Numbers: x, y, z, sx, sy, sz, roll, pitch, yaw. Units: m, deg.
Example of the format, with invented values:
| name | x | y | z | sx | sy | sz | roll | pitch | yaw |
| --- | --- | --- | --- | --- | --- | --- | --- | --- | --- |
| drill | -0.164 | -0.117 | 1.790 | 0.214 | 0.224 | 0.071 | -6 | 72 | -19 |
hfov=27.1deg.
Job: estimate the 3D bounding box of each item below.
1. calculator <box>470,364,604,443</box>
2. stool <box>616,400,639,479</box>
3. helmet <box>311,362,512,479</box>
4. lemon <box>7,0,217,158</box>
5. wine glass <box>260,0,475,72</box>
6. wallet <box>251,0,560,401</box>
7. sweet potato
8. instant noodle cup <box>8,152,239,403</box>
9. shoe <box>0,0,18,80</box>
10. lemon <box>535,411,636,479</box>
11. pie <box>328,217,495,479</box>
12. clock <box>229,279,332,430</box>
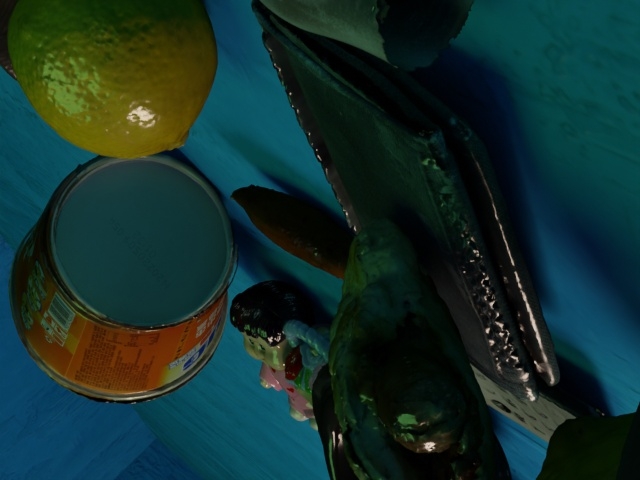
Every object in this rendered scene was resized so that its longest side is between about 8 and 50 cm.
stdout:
| name | x | y | z | sx | sy | sz | roll | pitch | yaw |
| --- | --- | --- | --- | --- | --- | --- | --- | --- | --- |
| calculator | 0.173 | 0.137 | 1.240 | 0.261 | 0.021 | 0.161 | 30 | 165 | 39 |
| stool | 0.271 | 0.101 | 0.639 | 0.232 | 0.232 | 0.141 | 54 | 159 | -23 |
| helmet | 0.112 | 0.245 | 1.435 | 0.230 | 0.160 | 0.279 | 114 | 136 | -60 |
| lemon | -0.179 | -0.164 | 1.173 | 0.203 | 0.178 | 0.178 | 54 | 162 | -19 |
| wine glass | -0.007 | -0.190 | 0.842 | 0.222 | 0.103 | 0.103 | 35 | 160 | 33 |
| wallet | 0.075 | -0.035 | 1.048 | 0.237 | 0.075 | 0.342 | 40 | 165 | 41 |
| sweet potato | 0.001 | 0.000 | 1.334 | 0.264 | 0.057 | 0.057 | 29 | 156 | 36 |
| instant noodle cup | -0.232 | 0.035 | 1.625 | 0.296 | 0.296 | 0.214 | 45 | 155 | 4 |
| shoe | -0.343 | -0.273 | 1.460 | 0.275 | 0.103 | 0.098 | 57 | 179 | -31 |
| lemon | 0.266 | 0.272 | 0.874 | 0.336 | 0.336 | 0.336 | 41 | 163 | 16 |
| pie | 0.065 | 0.126 | 0.997 | 0.274 | 0.105 | 0.257 | -104 | 1 | -48 |
| clock | -0.013 | 0.143 | 1.623 | 0.194 | 0.100 | 0.195 | 17 | 149 | 52 |
